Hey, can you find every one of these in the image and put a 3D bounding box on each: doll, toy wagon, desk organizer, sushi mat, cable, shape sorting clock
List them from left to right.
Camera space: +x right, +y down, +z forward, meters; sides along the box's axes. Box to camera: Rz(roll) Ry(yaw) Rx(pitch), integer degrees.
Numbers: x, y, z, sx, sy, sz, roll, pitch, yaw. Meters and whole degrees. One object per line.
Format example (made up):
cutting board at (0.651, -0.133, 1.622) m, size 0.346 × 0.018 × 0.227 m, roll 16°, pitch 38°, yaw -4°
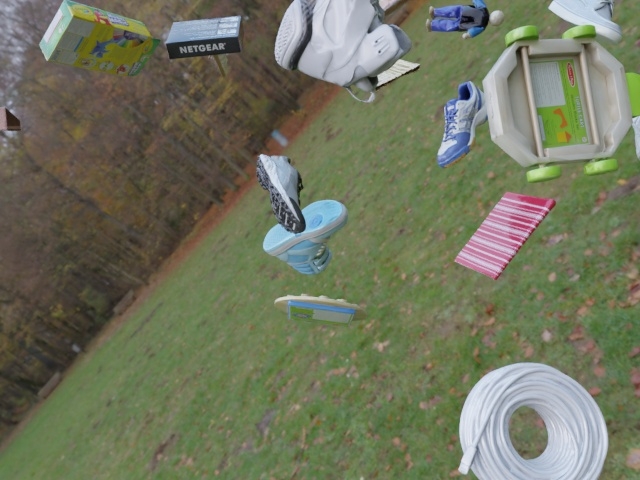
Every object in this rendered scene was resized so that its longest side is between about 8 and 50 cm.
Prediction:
desk organizer at (-0.731, -0.267, 1.202) m, size 0.047 × 0.130 × 0.050 m, roll -48°, pitch -40°, yaw -75°
shape sorting clock at (0.001, 0.150, 1.209) m, size 0.206 × 0.206 × 0.040 m, roll -30°, pitch 47°, yaw 55°
sushi mat at (0.159, -0.483, 1.570) m, size 0.152 × 0.019 × 0.316 m, roll -26°, pitch 28°, yaw -4°
doll at (0.372, -0.571, 1.396) m, size 0.046 × 0.189 × 0.129 m, roll 27°, pitch -104°, yaw -64°
cable at (0.389, 0.359, 1.011) m, size 0.089 × 0.257 × 0.257 m, roll 106°, pitch -176°, yaw -71°
toy wagon at (0.464, -0.247, 0.985) m, size 0.345 × 0.267 × 0.068 m, roll -7°, pitch -3°, yaw -14°

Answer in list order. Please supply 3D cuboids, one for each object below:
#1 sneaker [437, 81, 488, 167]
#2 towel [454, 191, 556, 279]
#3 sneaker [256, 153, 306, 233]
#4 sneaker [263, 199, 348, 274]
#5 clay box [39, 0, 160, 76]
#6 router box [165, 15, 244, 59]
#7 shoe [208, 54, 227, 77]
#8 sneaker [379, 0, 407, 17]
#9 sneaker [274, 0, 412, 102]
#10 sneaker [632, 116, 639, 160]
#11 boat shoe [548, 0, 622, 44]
sneaker at (0.406, -0.350, 1.645) m, size 0.112 × 0.131 × 0.296 m, roll -11°, pitch 41°, yaw 55°
towel at (0.520, -0.020, 1.550) m, size 0.274 × 0.031 × 0.199 m, roll -51°, pitch 22°, yaw -3°
sneaker at (-0.086, -0.134, 1.450) m, size 0.108 × 0.271 × 0.100 m, roll -11°, pitch -36°, yaw -19°
sneaker at (0.000, 0.000, 1.694) m, size 0.319 × 0.208 × 0.127 m, roll -22°, pitch 43°, yaw 37°
clay box at (-0.475, -0.433, 1.198) m, size 0.127 × 0.053 × 0.222 m, roll -39°, pitch -16°, yaw 30°
router box at (-0.285, -0.507, 1.365) m, size 0.179 × 0.046 × 0.133 m, roll -5°, pitch 42°, yaw 2°
shoe at (-0.329, -0.603, 1.791) m, size 0.058 × 0.076 × 0.219 m, roll -38°, pitch -8°, yaw -6°
sneaker at (0.182, -0.562, 1.087) m, size 0.302 × 0.121 × 0.108 m, roll -24°, pitch 10°, yaw 38°
sneaker at (0.080, -0.423, 0.933) m, size 0.365 × 0.210 × 0.137 m, roll -61°, pitch -6°, yaw 29°
sneaker at (0.701, -0.221, 1.147) m, size 0.110 × 0.118 × 0.292 m, roll 3°, pitch 24°, yaw 26°
boat shoe at (0.578, -0.494, 1.175) m, size 0.081 × 0.079 × 0.227 m, roll -57°, pitch 31°, yaw 28°
